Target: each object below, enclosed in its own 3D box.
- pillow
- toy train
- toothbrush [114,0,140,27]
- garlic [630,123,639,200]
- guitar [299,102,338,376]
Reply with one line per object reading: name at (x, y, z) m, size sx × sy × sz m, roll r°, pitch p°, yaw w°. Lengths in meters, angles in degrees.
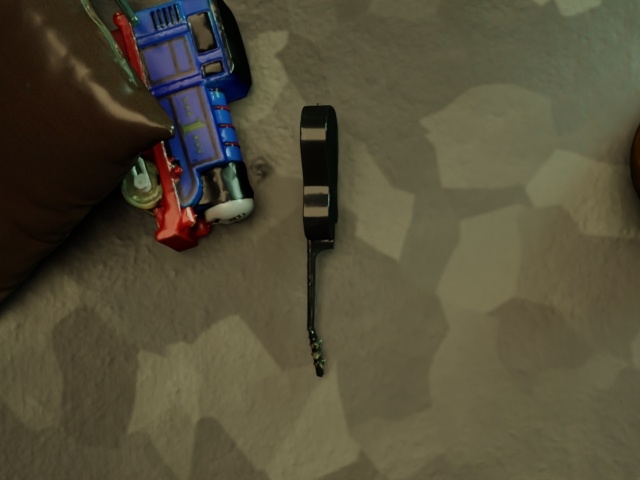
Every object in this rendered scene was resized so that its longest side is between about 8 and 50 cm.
pillow at (-0.283, -0.126, 0.839) m, size 0.305 × 0.108 × 0.308 m, roll -40°, pitch 80°, yaw 34°
toy train at (-0.118, -0.103, 0.872) m, size 0.131 × 0.083 × 0.204 m, roll -16°, pitch 82°, yaw 2°
toothbrush at (-0.176, -0.216, 0.873) m, size 0.014 × 0.011 × 0.167 m, roll -29°, pitch 36°, yaw -5°
garlic at (0.323, -0.093, 0.809) m, size 0.115 × 0.128 × 0.206 m, roll 21°, pitch 79°, yaw 51°
guitar at (0.000, 0.000, 0.855) m, size 0.025 × 0.088 × 0.233 m, roll -1°, pitch 92°, yaw 7°
